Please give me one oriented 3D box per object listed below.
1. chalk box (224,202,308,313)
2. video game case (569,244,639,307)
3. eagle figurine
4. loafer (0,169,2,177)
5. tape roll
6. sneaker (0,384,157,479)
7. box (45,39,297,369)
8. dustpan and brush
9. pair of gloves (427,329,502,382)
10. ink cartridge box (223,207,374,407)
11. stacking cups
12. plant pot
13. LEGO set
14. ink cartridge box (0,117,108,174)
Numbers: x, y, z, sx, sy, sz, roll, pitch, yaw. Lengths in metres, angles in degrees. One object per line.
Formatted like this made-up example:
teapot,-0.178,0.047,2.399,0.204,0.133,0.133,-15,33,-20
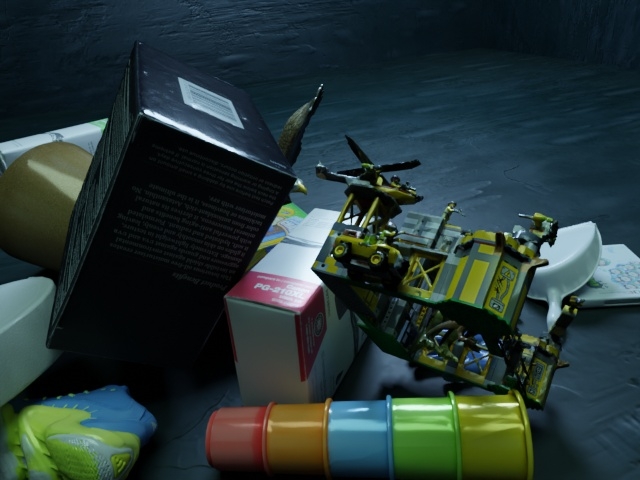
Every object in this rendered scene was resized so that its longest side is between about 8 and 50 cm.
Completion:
chalk box,-0.063,0.031,0.817,0.212,0.133,0.132,-18,29,-20
video game case,0.445,0.052,0.807,0.143,0.019,0.157,-4,27,2
eagle figurine,-0.095,-0.149,0.989,0.225,0.299,0.226,5,29,20
loafer,-0.831,-0.144,1.333,0.130,0.134,0.366,-34,22,-4
tape roll,-0.493,0.163,0.599,0.391,0.072,0.392,-18,17,5
sneaker,-0.292,0.216,0.579,0.239,0.091,0.126,5,11,21
box,-0.201,-0.051,0.659,0.182,0.294,0.296,20,25,-30
dustpan and brush,0.345,0.061,0.763,0.147,0.060,0.211,-18,19,33
pair of gloves,0.201,0.123,0.711,0.159,0.023,0.198,3,32,12
ink cartridge box,-0.008,0.086,0.656,0.100,0.172,0.237,9,31,23
stacking cups,0.042,0.196,0.526,0.315,0.096,0.096,-1,27,10
plant pot,-0.398,-0.027,0.921,0.254,0.237,0.237,22,36,19
LEGO set,0.150,0.023,0.552,0.254,0.331,0.192,9,64,43
ink cartridge box,-0.579,-0.155,1.198,0.272,0.199,0.114,-24,33,-33
